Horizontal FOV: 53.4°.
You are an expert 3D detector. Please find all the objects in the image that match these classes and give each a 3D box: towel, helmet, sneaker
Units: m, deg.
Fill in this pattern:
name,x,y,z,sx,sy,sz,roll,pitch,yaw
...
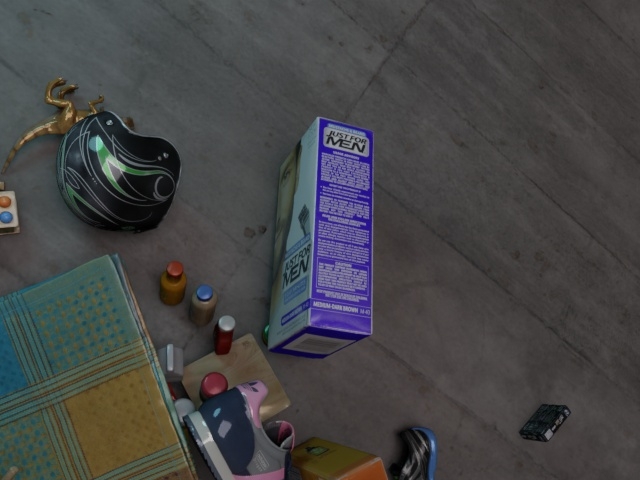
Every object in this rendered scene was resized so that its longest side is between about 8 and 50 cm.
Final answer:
name,x,y,z,sx,sy,sz,roll,pitch,yaw
towel,-0.340,0.234,0.880,0.272,0.040,0.370,-20,89,0
helmet,-0.307,-0.100,0.943,0.162,0.169,0.169,18,73,-37
sneaker,0.159,0.420,1.104,0.078,0.067,0.188,4,79,-1
sneaker,-0.075,0.342,0.931,0.131,0.112,0.318,-33,122,-18

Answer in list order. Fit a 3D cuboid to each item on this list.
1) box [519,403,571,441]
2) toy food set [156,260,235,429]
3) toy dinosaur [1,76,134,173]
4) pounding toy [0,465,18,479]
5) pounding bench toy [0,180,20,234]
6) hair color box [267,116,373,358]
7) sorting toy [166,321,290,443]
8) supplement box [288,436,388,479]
name,x,y,z,sx,sy,sz,roll,pitch,yaw
box,0.432,0.350,1.225,0.083,0.067,0.018,-39,95,-25
toy food set,-0.185,0.150,0.939,0.111,0.104,0.232,1,62,-14
toy dinosaur,-0.393,-0.185,0.977,0.212,0.064,0.112,-16,88,-25
pounding toy,-0.450,0.356,0.808,0.100,0.130,0.141,6,77,-29
pounding bench toy,-0.467,-0.054,0.917,0.052,0.065,0.083,-7,82,-24
hair color box,0.000,0.000,1.014,0.110,0.185,0.338,13,65,-19
sorting toy,-0.145,0.240,0.996,0.275,0.046,0.132,-26,76,-26
supplement box,0.015,0.356,0.953,0.078,0.233,0.080,-18,91,-25
